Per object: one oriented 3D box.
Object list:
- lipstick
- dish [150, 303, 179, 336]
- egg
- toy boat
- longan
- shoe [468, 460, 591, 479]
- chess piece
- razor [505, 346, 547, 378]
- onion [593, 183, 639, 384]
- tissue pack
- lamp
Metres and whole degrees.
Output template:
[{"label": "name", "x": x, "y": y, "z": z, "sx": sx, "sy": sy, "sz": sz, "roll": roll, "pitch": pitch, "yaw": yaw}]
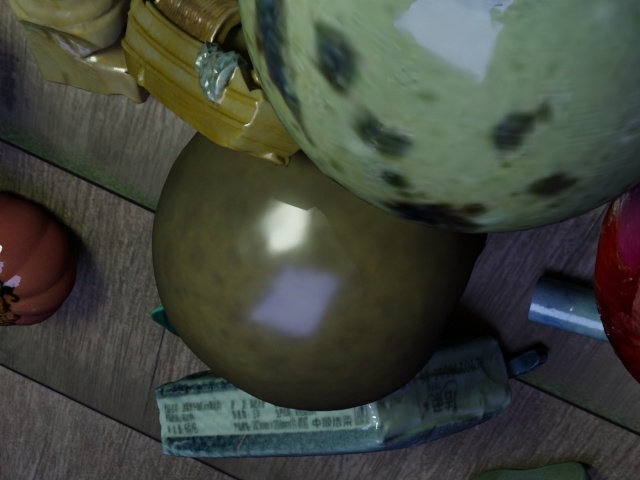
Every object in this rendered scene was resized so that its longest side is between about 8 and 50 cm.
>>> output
[{"label": "lipstick", "x": 0.285, "y": 0.077, "z": 1.497, "sx": 0.158, "sy": 0.048, "sz": 0.048, "roll": 16, "pitch": 143, "yaw": 14}, {"label": "dish", "x": -0.055, "y": 0.055, "z": 1.640, "sx": 0.246, "sy": 0.078, "sz": 0.224, "roll": 4, "pitch": 154, "yaw": -2}, {"label": "egg", "x": 0.116, "y": -0.197, "z": 1.012, "sx": 0.345, "sy": 0.345, "sz": 0.428, "roll": 18, "pitch": 142, "yaw": 12}, {"label": "toy boat", "x": -0.085, "y": -0.155, "z": 1.254, "sx": 0.089, "sy": 0.115, "sz": 0.310, "roll": 18, "pitch": -168, "yaw": -29}, {"label": "longan", "x": 0.000, "y": 0.000, "z": 1.364, "sx": 0.319, "sy": 0.319, "sz": 0.319, "roll": 17, "pitch": 143, "yaw": 13}, {"label": "shoe", "x": 0.242, "y": 0.310, "z": 1.786, "sx": 0.195, "sy": 0.079, "sz": 0.078, "roll": -23, "pitch": 114, "yaw": 42}, {"label": "chess piece", "x": -0.231, "y": -0.225, "z": 1.405, "sx": 0.137, "sy": 0.137, "sz": 0.301, "roll": 20, "pitch": 156, "yaw": 10}, {"label": "razor", "x": 0.180, "y": 0.153, "z": 1.674, "sx": 0.190, "sy": 0.066, "sz": 0.033, "roll": -38, "pitch": 65, "yaw": 49}, {"label": "onion", "x": 0.351, "y": 0.031, "z": 1.229, "sx": 0.276, "sy": 0.276, "sz": 0.276, "roll": 17, "pitch": 143, "yaw": 13}, {"label": "tissue pack", "x": 0.010, "y": 0.169, "z": 1.641, "sx": 0.316, "sy": 0.228, "sz": 0.103, "roll": -9, "pitch": 90, "yaw": 41}, {"label": "lamp", "x": -0.373, "y": 0.029, "z": 1.775, "sx": 0.182, "sy": 0.140, "sz": 0.182, "roll": 13, "pitch": 141, "yaw": 11}]
